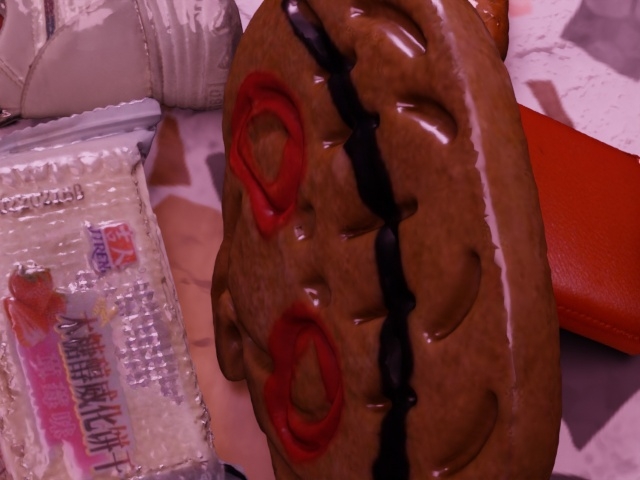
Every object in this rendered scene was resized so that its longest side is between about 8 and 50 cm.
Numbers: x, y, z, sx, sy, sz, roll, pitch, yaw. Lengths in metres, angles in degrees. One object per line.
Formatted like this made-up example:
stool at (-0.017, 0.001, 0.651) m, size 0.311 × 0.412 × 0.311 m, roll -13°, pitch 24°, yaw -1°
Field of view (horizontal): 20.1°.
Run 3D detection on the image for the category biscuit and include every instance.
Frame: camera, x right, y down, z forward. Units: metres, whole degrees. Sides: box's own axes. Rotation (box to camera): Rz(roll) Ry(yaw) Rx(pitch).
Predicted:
biscuit at (0.015, 0.020, 1.059) m, size 0.063 × 0.314 × 0.367 m, roll -4°, pitch 80°, yaw -35°
biscuit at (-0.146, 0.070, 1.119) m, size 0.186 × 0.079 × 0.309 m, roll -11°, pitch 74°, yaw -19°

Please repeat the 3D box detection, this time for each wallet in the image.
wallet at (0.133, -0.017, 1.138) m, size 0.204 × 0.045 × 0.142 m, roll 19°, pitch 61°, yaw -38°

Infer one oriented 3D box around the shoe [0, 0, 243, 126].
shoe at (-0.182, -0.234, 1.214) m, size 0.211 × 0.132 × 0.342 m, roll -13°, pitch 80°, yaw -5°

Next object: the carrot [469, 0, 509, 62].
carrot at (0.111, -0.201, 1.248) m, size 0.047 × 0.047 × 0.191 m, roll 4°, pitch 73°, yaw 2°
